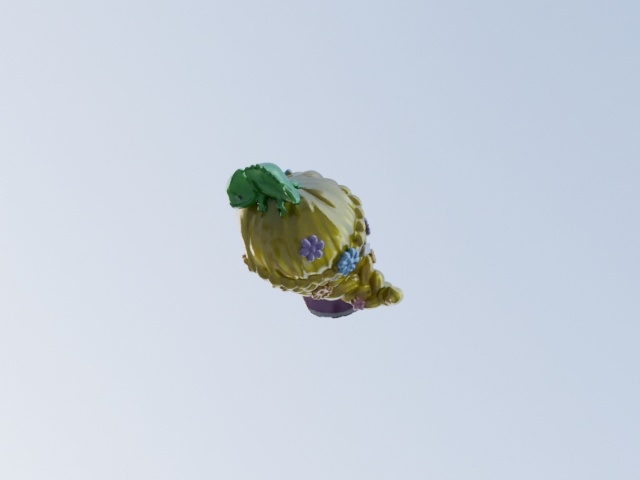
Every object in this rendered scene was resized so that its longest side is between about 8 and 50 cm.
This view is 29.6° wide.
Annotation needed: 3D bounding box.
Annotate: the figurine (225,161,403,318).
[{"bbox_3d":[0.000,0.000,0.905,0.115,0.095,0.156,18,-28,36],"label":"figurine"}]
